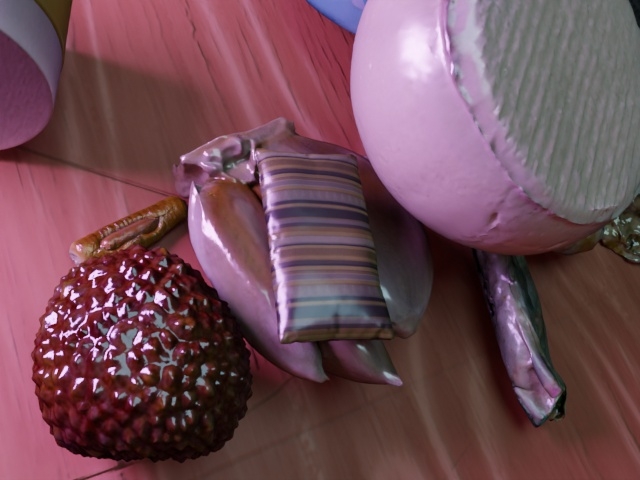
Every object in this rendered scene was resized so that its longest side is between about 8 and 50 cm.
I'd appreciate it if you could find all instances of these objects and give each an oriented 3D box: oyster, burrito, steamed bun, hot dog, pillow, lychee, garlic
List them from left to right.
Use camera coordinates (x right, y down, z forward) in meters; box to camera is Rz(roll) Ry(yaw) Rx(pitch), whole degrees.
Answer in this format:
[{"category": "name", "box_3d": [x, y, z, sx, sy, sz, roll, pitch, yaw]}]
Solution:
[{"category": "hot dog", "box_3d": [-0.200, -0.009, 0.665, 0.137, 0.028, 0.044, -30, 86, -35]}, {"category": "lychee", "box_3d": [-0.151, 0.095, 0.535, 0.188, 0.188, 0.188, 11, 60, -20]}, {"category": "garlic", "box_3d": [-0.004, 0.008, 0.682, 0.279, 0.132, 0.325, -31, 82, -35]}, {"category": "pillow", "box_3d": [0.000, 0.000, 0.588, 0.113, 0.038, 0.204, 2, 61, -20]}, {"category": "steamed bun", "box_3d": [0.187, -0.163, 0.696, 0.374, 0.241, 0.375, 9, 74, -36]}, {"category": "burrito", "box_3d": [0.250, 0.081, 0.800, 0.096, 0.066, 0.310, 28, 47, -48]}, {"category": "oyster", "box_3d": [0.529, -0.051, 1.005, 0.222, 0.083, 0.214, -25, 74, -26]}]

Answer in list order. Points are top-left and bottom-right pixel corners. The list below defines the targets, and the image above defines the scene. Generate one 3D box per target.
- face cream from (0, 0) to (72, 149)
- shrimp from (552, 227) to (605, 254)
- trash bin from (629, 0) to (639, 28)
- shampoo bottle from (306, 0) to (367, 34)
[{"category": "face cream", "box_3d": [-0.355, -0.219, 0.585, 0.218, 0.218, 0.180, 8, 60, -21]}, {"category": "shrimp", "box_3d": [0.353, -0.172, 0.954, 0.221, 0.110, 0.446, 26, 53, -25]}, {"category": "trash bin", "box_3d": [0.560, -0.465, 1.195, 0.161, 0.175, 0.175, 43, 54, -11]}, {"category": "shampoo bottle", "box_3d": [0.153, -0.472, 0.840, 0.330, 0.343, 0.331, 14, 40, -12]}]
